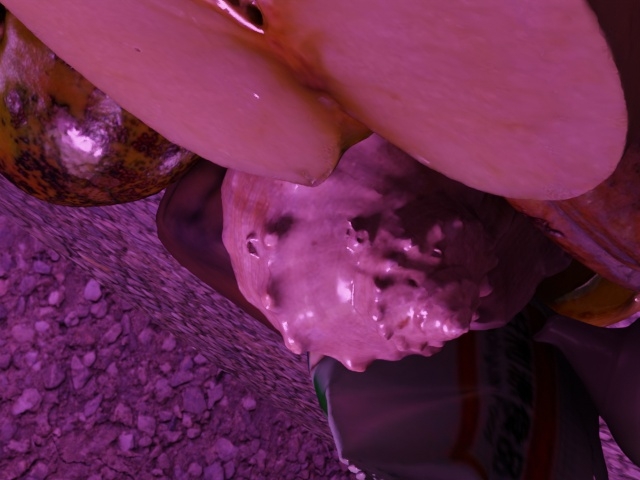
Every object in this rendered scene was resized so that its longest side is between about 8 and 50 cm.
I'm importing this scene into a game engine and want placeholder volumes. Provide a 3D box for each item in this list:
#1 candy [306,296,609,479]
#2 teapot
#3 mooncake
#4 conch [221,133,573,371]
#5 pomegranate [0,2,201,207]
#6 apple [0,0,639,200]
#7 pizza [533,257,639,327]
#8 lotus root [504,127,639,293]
[{"bbox_3d":[0.091,0.130,1.191,0.263,0.172,0.398,28,-153,-24],"label":"candy"},{"bbox_3d":[0.302,0.086,1.090,0.318,0.220,0.149,20,129,69],"label":"teapot"},{"bbox_3d":[0.000,0.000,1.500,0.290,0.161,0.290,30,168,7],"label":"mooncake"},{"bbox_3d":[0.054,-0.059,1.115,0.263,0.324,0.186,8,141,-32],"label":"conch"},{"bbox_3d":[-0.136,-0.139,1.300,0.222,0.276,0.204,44,143,51],"label":"pomegranate"},{"bbox_3d":[-0.035,-0.156,0.755,0.360,0.320,0.312,48,-163,-38],"label":"apple"},{"bbox_3d":[0.222,0.035,1.339,0.204,0.081,0.188,28,168,3],"label":"pizza"},{"bbox_3d":[0.176,-0.055,1.014,0.241,0.123,0.124,42,146,-27],"label":"lotus root"}]
